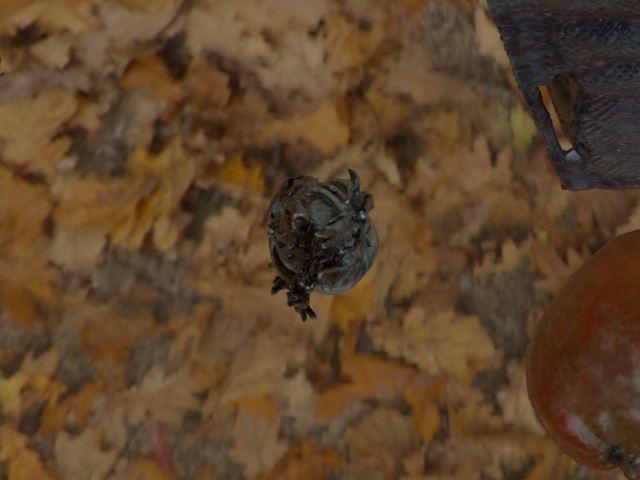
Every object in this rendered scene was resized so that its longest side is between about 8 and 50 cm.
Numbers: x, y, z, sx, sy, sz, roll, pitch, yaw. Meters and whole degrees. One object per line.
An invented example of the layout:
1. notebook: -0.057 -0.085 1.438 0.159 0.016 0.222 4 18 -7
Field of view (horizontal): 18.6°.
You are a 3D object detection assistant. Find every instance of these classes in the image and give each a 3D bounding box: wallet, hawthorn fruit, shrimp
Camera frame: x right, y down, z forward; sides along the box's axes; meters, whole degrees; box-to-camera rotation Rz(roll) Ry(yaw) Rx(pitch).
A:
1. wallet: 0.101 -0.053 0.464 0.111 0.166 0.030 -2 70 14
2. hawthorn fruit: 0.295 0.081 1.748 0.211 0.262 0.210 10 153 5
3. shrimp: 0.000 0.000 1.226 0.079 0.233 0.090 35 99 -3

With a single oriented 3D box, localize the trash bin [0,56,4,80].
1. trash bin: -0.476 -0.085 1.709 0.296 0.256 0.367 2 125 -35
